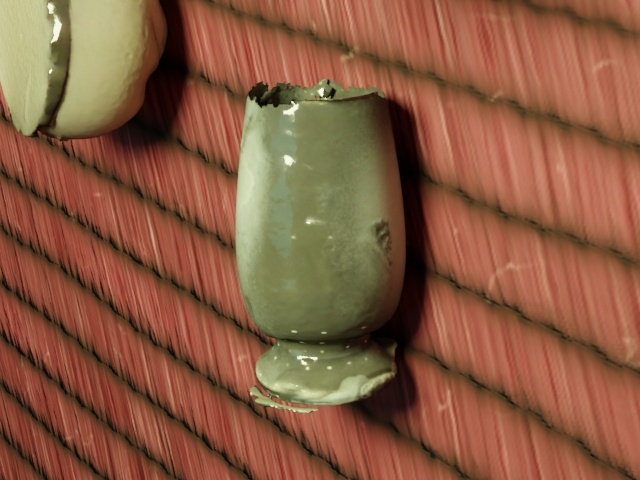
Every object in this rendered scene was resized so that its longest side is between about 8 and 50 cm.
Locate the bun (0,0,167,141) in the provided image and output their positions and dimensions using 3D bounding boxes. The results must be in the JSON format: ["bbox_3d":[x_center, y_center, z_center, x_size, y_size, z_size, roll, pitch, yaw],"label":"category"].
[{"bbox_3d":[-0.183,-0.165,1.000,0.173,0.120,0.173,18,111,56],"label":"bun"}]

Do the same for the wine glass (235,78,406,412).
[{"bbox_3d":[0.000,0.000,0.823,0.111,0.111,0.204,16,114,48],"label":"wine glass"}]
